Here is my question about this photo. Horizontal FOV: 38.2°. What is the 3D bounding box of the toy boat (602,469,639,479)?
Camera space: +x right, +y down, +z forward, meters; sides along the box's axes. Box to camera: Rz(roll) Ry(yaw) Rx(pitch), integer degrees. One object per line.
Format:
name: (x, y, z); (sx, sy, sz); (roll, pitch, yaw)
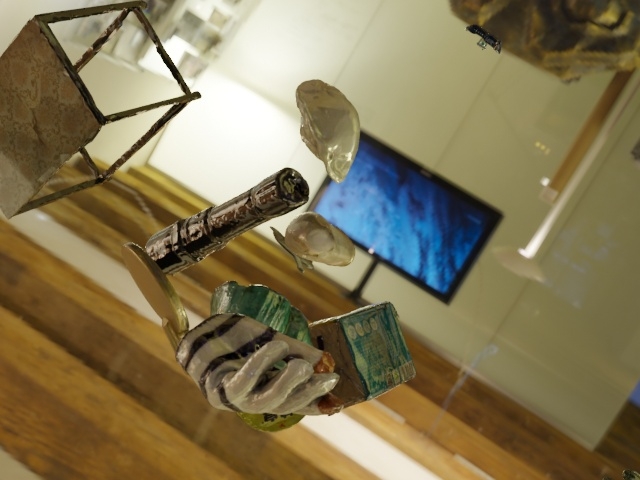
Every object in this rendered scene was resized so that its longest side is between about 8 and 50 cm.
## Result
toy boat: (0.602, 0.504, 1.745); (0.210, 0.104, 0.052); (35, -175, -29)

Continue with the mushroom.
mushroom: (0.000, 0.000, 1.877); (0.122, 0.095, 0.351); (26, -179, 9)

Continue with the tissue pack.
tissue pack: (0.078, 0.249, 1.997); (0.271, 0.134, 0.192); (-6, -106, -62)

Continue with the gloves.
gloves: (-0.073, 0.179, 1.215); (0.218, 0.131, 0.140); (33, -175, 21)

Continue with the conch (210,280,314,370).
conch: (-0.094, 0.162, 1.529); (0.202, 0.134, 0.196); (11, 154, -28)

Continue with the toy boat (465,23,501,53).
toy boat: (0.317, -0.390, 1.799); (0.083, 0.038, 0.038); (35, -172, 0)

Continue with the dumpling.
dumpling: (0.009, -0.227, 1.816); (0.151, 0.124, 0.229); (29, -135, -47)

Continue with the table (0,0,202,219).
table: (-0.451, -0.243, 1.702); (0.222, 0.335, 0.272); (58, -143, 2)

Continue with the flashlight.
flashlight: (-0.182, -0.034, 1.789); (0.103, 0.424, 0.103); (24, -125, -39)

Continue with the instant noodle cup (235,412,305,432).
instant noodle cup: (-0.114, 0.285, 1.856); (0.182, 0.182, 0.144); (29, 167, -15)

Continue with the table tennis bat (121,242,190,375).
table tennis bat: (-0.306, 0.141, 1.823); (0.198, 0.050, 0.321); (22, 141, 53)

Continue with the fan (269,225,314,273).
fan: (-0.065, 0.036, 2.362); (0.152, 0.008, 0.227); (39, -171, -19)
